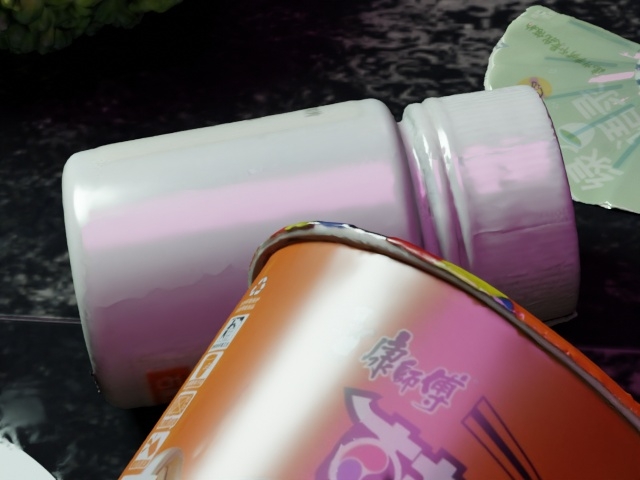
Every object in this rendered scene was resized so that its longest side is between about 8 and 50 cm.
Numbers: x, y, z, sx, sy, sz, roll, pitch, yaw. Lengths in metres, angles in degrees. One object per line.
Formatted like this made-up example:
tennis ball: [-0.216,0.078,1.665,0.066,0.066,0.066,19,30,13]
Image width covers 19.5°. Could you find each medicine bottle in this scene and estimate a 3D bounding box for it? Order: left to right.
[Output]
medicine bottle: [0.000,0.000,0.967,0.252,0.144,0.144,-12,45,0]

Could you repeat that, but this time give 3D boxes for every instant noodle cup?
instant noodle cup: [0.011,0.145,0.765,0.250,0.250,0.192,27,62,30]

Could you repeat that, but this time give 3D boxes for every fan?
fan: [0.178,-0.073,1.113,0.131,0.009,0.240,-28,49,-16]

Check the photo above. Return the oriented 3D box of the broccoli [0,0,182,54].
broccoli: [-0.144,-0.261,1.167,0.375,0.249,0.302,-33,5,-35]
